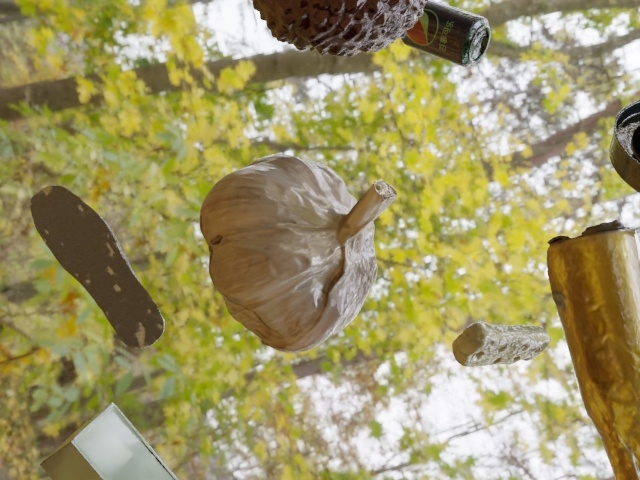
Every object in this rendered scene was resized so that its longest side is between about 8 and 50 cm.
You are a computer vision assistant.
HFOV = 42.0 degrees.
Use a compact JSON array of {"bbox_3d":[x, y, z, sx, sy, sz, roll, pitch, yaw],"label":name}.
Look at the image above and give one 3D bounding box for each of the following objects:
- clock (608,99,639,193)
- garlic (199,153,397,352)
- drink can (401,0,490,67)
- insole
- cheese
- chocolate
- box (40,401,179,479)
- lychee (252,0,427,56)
[{"bbox_3d":[0.706,-0.163,1.573,0.319,0.319,0.066,-120,-155,-42],"label":"clock"},{"bbox_3d":[0.000,0.000,0.864,0.212,0.219,0.218,-23,-97,40],"label":"garlic"},{"bbox_3d":[0.272,-0.470,1.874,0.205,0.118,0.118,29,-39,31],"label":"drink can"},{"bbox_3d":[-0.289,0.033,1.088,0.247,0.081,0.011,56,-1,-3],"label":"insole"},{"bbox_3d":[0.247,0.142,1.136,0.043,0.194,0.065,50,-64,33],"label":"cheese"},{"bbox_3d":[0.490,0.199,1.386,0.162,0.162,0.445,129,-46,-73],"label":"chocolate"},{"bbox_3d":[-0.313,0.388,1.314,0.225,0.086,0.129,52,22,-3],"label":"box"},{"bbox_3d":[0.034,-0.349,0.965,0.271,0.271,0.271,163,-90,-76],"label":"lychee"}]
